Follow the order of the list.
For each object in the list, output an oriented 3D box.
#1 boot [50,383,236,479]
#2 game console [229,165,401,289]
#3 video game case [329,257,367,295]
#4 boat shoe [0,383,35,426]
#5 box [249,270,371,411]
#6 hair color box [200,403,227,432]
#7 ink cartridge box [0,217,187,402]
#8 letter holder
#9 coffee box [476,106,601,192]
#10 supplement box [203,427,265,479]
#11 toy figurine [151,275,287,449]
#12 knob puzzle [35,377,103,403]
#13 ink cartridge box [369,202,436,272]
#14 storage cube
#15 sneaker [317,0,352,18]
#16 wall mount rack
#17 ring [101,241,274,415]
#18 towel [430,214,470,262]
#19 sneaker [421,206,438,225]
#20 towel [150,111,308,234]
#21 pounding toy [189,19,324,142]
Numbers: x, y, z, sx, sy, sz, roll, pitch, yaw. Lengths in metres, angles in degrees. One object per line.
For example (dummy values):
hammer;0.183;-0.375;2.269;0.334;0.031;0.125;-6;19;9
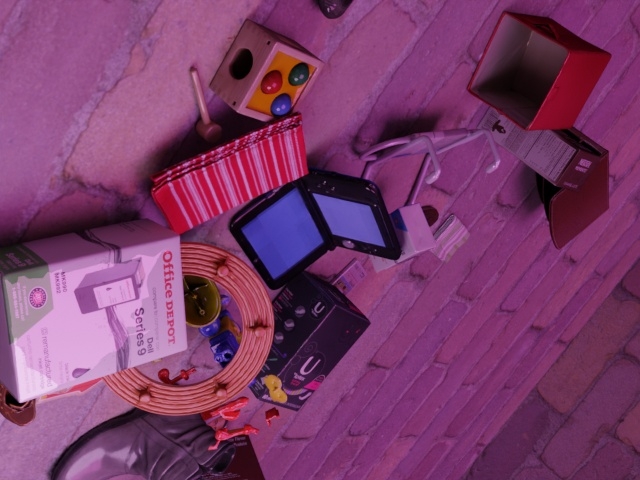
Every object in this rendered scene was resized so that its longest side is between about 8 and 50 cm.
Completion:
boot;-0.357;0.457;1.704;0.338;0.222;0.118;-36;147;-17
game console;0.000;0.000;1.685;0.173;0.250;0.293;-66;154;-21
video game case;0.054;0.103;2.000;0.122;0.011;0.087;-44;149;-5
boat shoe;-0.526;0.272;1.455;0.064;0.060;0.178;-29;144;-27
box;-0.048;0.224;1.880;0.270;0.143;0.165;-52;143;7
hair color box;-0.277;0.419;1.927;0.141;0.043;0.072;-16;136;-41
ink cartridge box;-0.365;0.099;1.328;0.289;0.121;0.211;-15;114;-36
letter holder;0.664;-0.137;2.328;0.214;0.152;0.302;-41;148;-5
coffee box;0.503;-0.224;1.946;0.141;0.246;0.098;4;123;-52
supplement box;-0.242;0.557;1.936;0.191;0.194;0.129;-4;131;-25
toy figurine;-0.224;0.203;1.681;0.191;0.217;0.363;-31;103;1
knob puzzle;-0.420;0.221;1.554;0.213;0.030;0.213;-31;144;-25
ink cartridge box;0.169;-0.004;1.857;0.060;0.104;0.180;-17;172;-29
storage cube;0.472;-0.363;1.817;0.193;0.183;0.215;-9;132;-45
sneaker;0.078;-0.448;1.332;0.078;0.106;0.234;6;121;-51
wall mount rack;0.202;-0.140;1.812;0.350;0.131;0.304;-12;171;-41
ring;-0.246;0.166;1.518;0.336;0.032;0.337;-4;109;-13
towel;0.339;-0.001;2.211;0.113;0.023;0.152;-49;148;4
sneaker;0.224;-0.022;2.006;0.188;0.071;0.066;-21;140;-34
towel;-0.147;-0.105;1.430;0.274;0.031;0.199;-26;158;-9
pounding toy;-0.118;-0.234;1.348;0.181;0.094;0.206;9;118;-53
